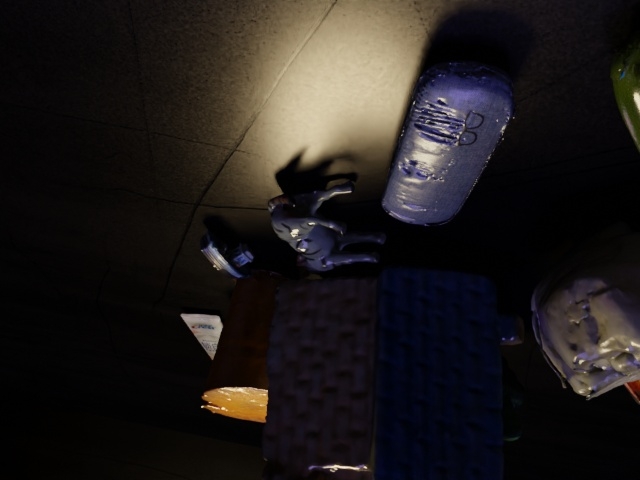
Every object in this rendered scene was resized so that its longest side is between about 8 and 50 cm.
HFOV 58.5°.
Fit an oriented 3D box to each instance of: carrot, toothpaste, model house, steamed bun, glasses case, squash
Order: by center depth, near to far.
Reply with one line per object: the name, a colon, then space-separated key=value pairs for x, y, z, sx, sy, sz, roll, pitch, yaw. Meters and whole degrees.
squash: x=0.392 y=-0.103 z=0.612 sx=0.087 sy=0.087 sz=0.331 roll=-19 pitch=140 yaw=40
glasses case: x=0.146 y=-0.105 z=0.700 sx=0.109 sy=0.067 sz=0.282 roll=13 pitch=148 yaw=1
steamed bun: x=0.441 y=0.076 z=0.802 sx=0.280 sy=0.207 sz=0.268 roll=-18 pitch=153 yaw=-3
model house: x=0.180 y=0.280 z=1.018 sx=0.400 sy=0.395 sz=0.445 roll=-11 pitch=155 yaw=29
carrot: x=-0.120 y=0.208 z=1.129 sx=0.196 sy=0.254 sz=0.196 roll=4 pitch=148 yaw=3
toothpaste: x=-0.263 y=0.271 z=1.476 sx=0.100 sy=0.066 sz=0.323 roll=3 pitch=144 yaw=12

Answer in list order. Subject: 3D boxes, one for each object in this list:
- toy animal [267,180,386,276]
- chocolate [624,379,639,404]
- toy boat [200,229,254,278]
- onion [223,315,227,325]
toy animal: x=0.017 y=0.003 z=0.907 sx=0.170 sy=0.089 sz=0.255 roll=6 pitch=147 yaw=18
chocolate: x=0.635 y=0.210 z=0.992 sx=0.147 sy=0.221 sz=0.221 roll=9 pitch=156 yaw=-37
toy boat: x=-0.159 y=0.027 z=1.037 sx=0.066 sy=0.059 sz=0.140 roll=-27 pitch=139 yaw=8
onion: x=-0.155 y=0.193 z=1.260 sx=0.117 sy=0.118 sz=0.118 roll=23 pitch=148 yaw=-13
